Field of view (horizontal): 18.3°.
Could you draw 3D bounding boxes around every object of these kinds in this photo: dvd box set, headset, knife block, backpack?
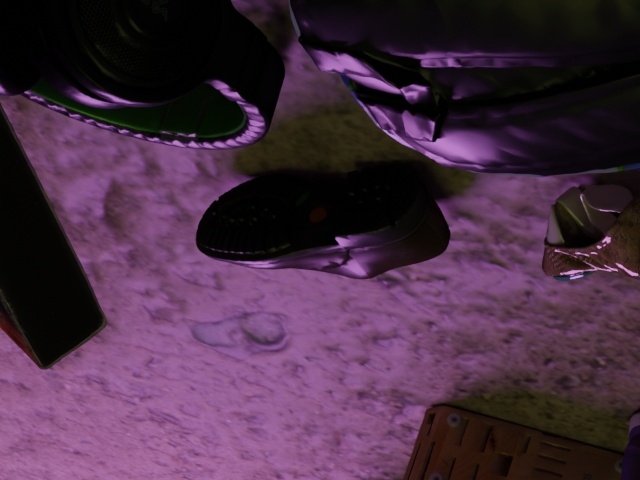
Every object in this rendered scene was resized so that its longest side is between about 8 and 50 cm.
[{"bbox_3d":[-0.323,-0.125,1.351,0.420,0.062,0.308,38,158,40],"label":"dvd box set"},{"bbox_3d":[-0.175,-0.185,1.358,0.243,0.185,0.394,7,164,32],"label":"headset"},{"bbox_3d":[0.221,0.277,1.892,0.275,0.088,0.242,14,151,12],"label":"knife block"},{"bbox_3d":[0.157,-0.161,1.040,0.355,0.273,0.290,-24,134,25],"label":"backpack"}]

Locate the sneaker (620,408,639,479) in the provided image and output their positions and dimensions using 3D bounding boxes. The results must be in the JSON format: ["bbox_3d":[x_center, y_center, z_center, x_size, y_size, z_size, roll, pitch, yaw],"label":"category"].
[{"bbox_3d":[0.333,0.270,1.765,0.107,0.124,0.283,-3,144,39],"label":"sneaker"}]

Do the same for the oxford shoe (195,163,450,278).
[{"bbox_3d":[0.000,0.000,1.572,0.227,0.083,0.096,0,150,36],"label":"oxford shoe"}]

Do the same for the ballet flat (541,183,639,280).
[{"bbox_3d":[0.202,-0.011,1.414,0.067,0.073,0.206,56,163,-9],"label":"ballet flat"}]

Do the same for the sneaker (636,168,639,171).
[{"bbox_3d":[0.197,-0.078,1.300,0.163,0.086,0.226,2,152,43],"label":"sneaker"}]
